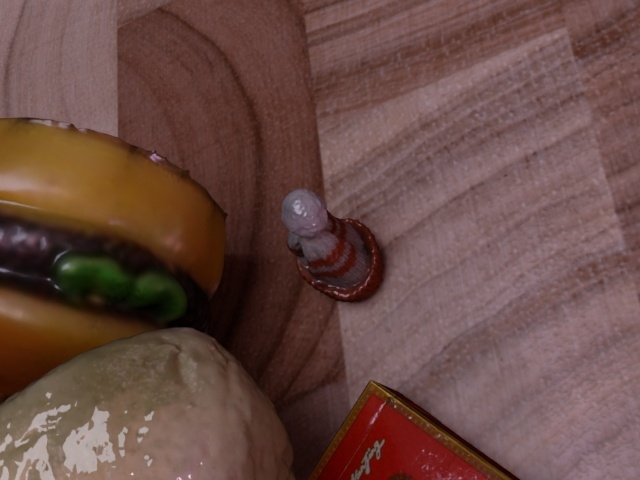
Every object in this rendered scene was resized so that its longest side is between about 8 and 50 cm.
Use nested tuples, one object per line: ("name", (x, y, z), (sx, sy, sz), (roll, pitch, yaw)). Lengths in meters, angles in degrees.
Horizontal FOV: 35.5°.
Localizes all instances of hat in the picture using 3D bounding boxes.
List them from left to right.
("hat", (0.000, 0.000, 1.112), (0.112, 0.162, 0.094), (25, 82, 34))

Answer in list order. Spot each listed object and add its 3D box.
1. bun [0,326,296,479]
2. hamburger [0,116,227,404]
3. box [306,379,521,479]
("bun", (-0.166, 0.265, 0.979), (0.352, 0.349, 0.227), (-52, 48, 17))
("hamburger", (-0.304, 0.057, 1.136), (0.395, 0.395, 0.278), (-2, 65, 33))
("box", (0.106, 0.265, 0.987), (0.239, 0.074, 0.153), (32, 93, 37))
